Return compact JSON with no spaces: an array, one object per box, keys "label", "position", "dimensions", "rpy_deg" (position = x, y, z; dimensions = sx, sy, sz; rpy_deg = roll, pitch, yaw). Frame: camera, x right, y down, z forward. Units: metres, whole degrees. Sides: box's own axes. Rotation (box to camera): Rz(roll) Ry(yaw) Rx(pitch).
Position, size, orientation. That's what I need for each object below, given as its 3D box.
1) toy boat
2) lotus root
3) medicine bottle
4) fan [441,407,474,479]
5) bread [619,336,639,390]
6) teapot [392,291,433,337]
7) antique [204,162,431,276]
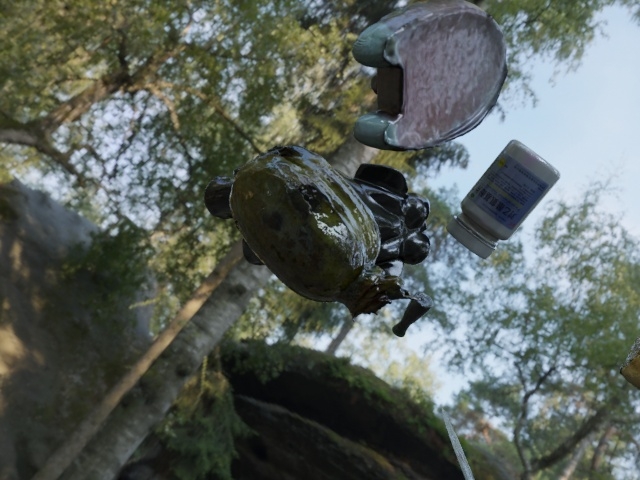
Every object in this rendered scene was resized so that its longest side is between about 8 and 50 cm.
[{"label":"toy boat","position":[0.111,-0.182,0.751],"dimensions":[0.085,0.227,0.155],"rpy_deg":[22,-55,44]},{"label":"lotus root","position":[-0.002,0.002,0.849],"dimensions":[0.278,0.154,0.154],"rpy_deg":[45,-28,5]},{"label":"medicine bottle","position":[0.300,-0.067,1.144],"dimensions":[0.103,0.186,0.103],"rpy_deg":[35,15,-10]},{"label":"fan","position":[0.249,0.419,1.072],"dimensions":[0.191,0.009,0.329],"rpy_deg":[36,32,-76]},{"label":"bread","position":[0.325,0.127,0.611],"dimensions":[0.106,0.072,0.053],"rpy_deg":[37,-47,18]},{"label":"teapot","position":[0.180,0.153,1.381],"dimensions":[0.043,0.043,0.110],"rpy_deg":[35,-53,6]},{"label":"antique","position":[0.009,-0.025,1.083],"dimensions":[0.255,0.322,0.185],"rpy_deg":[1,-89,53]}]
